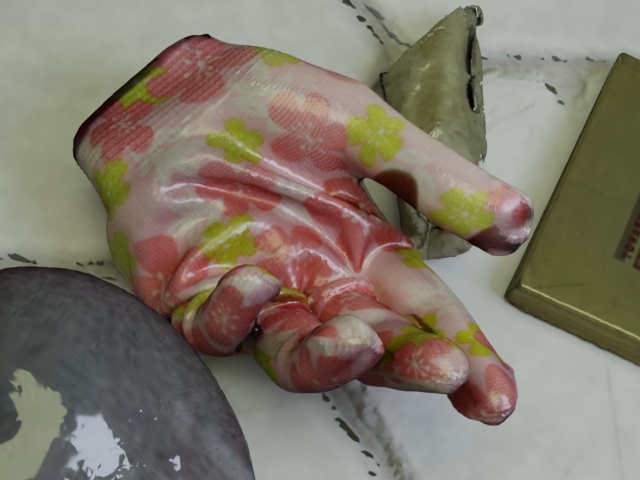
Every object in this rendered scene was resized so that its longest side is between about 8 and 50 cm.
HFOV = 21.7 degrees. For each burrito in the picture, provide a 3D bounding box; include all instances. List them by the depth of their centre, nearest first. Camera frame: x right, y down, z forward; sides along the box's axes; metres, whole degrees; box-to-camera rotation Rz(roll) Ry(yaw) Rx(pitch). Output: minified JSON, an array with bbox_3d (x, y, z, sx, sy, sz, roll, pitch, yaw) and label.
[{"bbox_3d":[0.059,-0.058,0.859,0.055,0.041,0.149,5,63,-7],"label":"burrito"}]

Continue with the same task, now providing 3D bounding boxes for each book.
[{"bbox_3d":[0.229,0.014,0.855,0.231,0.026,0.161,26,63,5],"label":"book"}]

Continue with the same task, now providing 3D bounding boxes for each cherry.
[{"bbox_3d":[-0.114,0.096,0.713,0.176,0.140,0.176,8,73,-28],"label":"cherry"}]

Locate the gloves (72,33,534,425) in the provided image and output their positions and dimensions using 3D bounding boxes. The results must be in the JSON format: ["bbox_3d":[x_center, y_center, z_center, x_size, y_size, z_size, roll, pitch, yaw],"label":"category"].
[{"bbox_3d":[-0.003,0.007,0.777,0.145,0.126,0.241,-32,69,-31],"label":"gloves"}]
